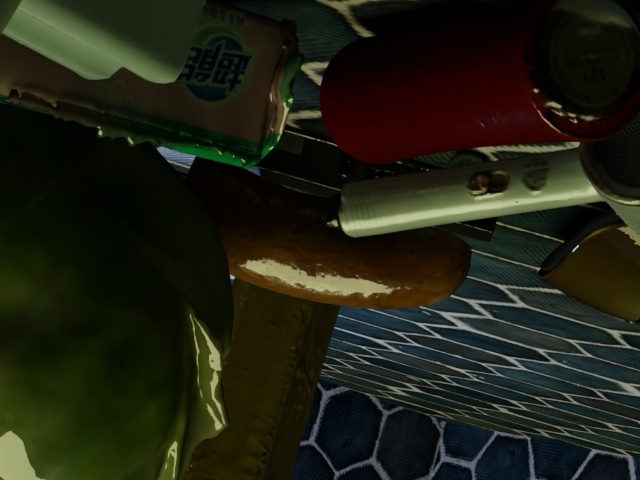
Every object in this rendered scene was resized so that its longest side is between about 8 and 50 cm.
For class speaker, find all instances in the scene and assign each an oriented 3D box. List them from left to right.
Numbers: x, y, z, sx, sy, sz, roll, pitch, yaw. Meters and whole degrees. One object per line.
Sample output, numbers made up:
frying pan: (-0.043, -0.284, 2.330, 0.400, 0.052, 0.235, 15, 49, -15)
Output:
speaker: (0.048, -0.046, 1.449, 0.191, 0.040, 0.046, 16, 169, 3)

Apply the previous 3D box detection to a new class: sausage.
sausage: (0.000, 0.000, 1.640, 0.270, 0.109, 0.109, 13, 171, 3)

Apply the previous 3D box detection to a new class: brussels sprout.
brussels sprout: (-0.252, 0.019, 1.483, 0.425, 0.342, 0.361, 46, 146, 30)

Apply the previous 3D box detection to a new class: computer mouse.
computer mouse: (0.261, 0.029, 1.441, 0.158, 0.072, 0.310, 18, 172, 0)

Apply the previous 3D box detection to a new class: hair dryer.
hair dryer: (0.120, -0.026, 1.103, 0.236, 0.073, 0.131, -11, 165, 15)

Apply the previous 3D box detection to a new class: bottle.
bottle: (0.113, -0.043, 1.380, 0.030, 0.030, 0.083, 14, 172, 13)

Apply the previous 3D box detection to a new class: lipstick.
lipstick: (0.082, -0.085, 0.999, 0.080, 0.080, 0.241, 20, 170, -24)

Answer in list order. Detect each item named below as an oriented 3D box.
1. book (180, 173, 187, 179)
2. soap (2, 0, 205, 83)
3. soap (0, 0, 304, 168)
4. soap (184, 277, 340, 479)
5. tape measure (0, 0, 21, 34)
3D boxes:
book: (-0.170, -0.043, 1.923, 0.191, 0.025, 0.269, 17, 171, -5)
soap: (-0.130, -0.156, 0.793, 0.066, 0.119, 0.198, 6, 167, 39)
soap: (-0.168, -0.121, 1.050, 0.273, 0.098, 0.218, 13, -176, -39)
soap: (-0.053, 0.129, 1.847, 0.091, 0.315, 0.199, 14, 170, 11)
tape measure: (-0.176, -0.159, 0.639, 0.207, 0.235, 0.115, 34, 165, -18)
